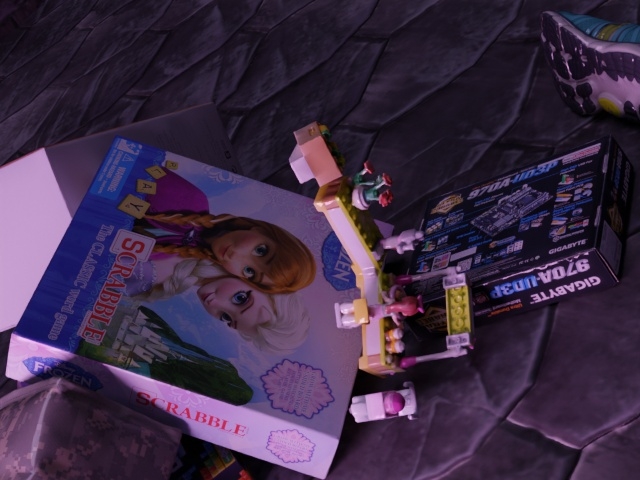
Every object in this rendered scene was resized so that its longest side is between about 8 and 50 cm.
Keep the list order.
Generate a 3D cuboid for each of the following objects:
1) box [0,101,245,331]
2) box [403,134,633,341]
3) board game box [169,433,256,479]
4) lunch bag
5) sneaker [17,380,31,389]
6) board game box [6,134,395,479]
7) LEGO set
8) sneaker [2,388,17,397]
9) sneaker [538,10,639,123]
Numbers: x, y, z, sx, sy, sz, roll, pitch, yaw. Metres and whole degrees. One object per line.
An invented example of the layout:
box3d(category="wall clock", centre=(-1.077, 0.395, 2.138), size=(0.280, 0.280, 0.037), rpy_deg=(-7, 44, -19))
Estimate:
box3d(category="box", centre=(-0.263, -0.028, 1.766), size=(0.215, 0.168, 0.345), rpy_deg=(-21, 2, 30))
box3d(category="box", centre=(0.192, -0.002, 1.473), size=(0.220, 0.051, 0.175), rpy_deg=(-20, 32, 31))
box3d(category="board game box", centre=(-0.150, 0.238, 1.508), size=(0.141, 0.048, 0.170), rpy_deg=(-38, 27, -4))
box3d(category="lunch bag", centre=(-0.284, 0.281, 1.415), size=(0.287, 0.169, 0.235), rpy_deg=(-21, 47, 51))
box3d(category="sneaker", centre=(-0.181, 0.136, 1.497), size=(0.236, 0.095, 0.104), rpy_deg=(-9, 32, -26))
box3d(category="board game box", centre=(-0.107, 0.055, 1.496), size=(0.318, 0.318, 0.066), rpy_deg=(-74, 2, -48))
box3d(category="LEGO set", centre=(0.068, 0.021, 1.389), size=(0.107, 0.287, 0.132), rpy_deg=(-12, 0, 28))
box3d(category="sneaker", centre=(-0.256, 0.173, 1.700), size=(0.286, 0.109, 0.130), rpy_deg=(-49, 38, -8))
box3d(category="sneaker", centre=(0.325, -0.188, 1.587), size=(0.110, 0.107, 0.275), rpy_deg=(-24, 28, -18))
